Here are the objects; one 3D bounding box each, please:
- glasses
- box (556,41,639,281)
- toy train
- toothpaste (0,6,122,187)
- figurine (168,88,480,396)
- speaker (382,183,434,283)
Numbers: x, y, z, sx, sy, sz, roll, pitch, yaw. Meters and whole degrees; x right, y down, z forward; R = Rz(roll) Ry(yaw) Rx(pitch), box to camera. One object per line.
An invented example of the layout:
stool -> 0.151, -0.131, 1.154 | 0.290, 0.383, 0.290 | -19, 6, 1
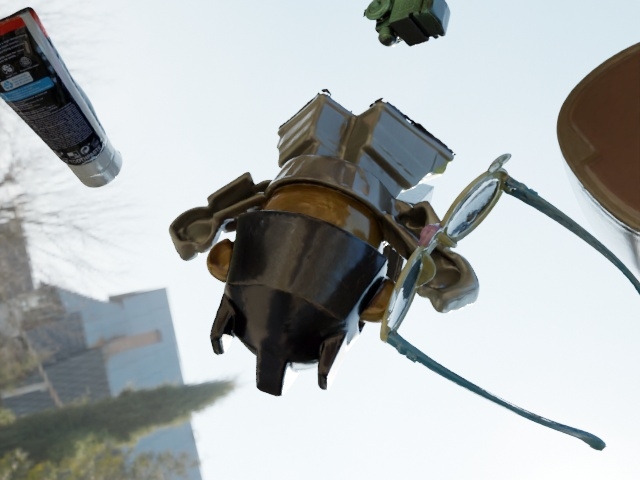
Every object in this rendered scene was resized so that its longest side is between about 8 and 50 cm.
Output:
glasses -> 0.166, 0.064, 0.735 | 0.220, 0.190, 0.088 | 41, -21, -2
box -> 0.448, -0.080, 1.070 | 0.301, 0.301, 0.216 | 61, 2, 35
toy train -> 0.124, -0.327, 1.143 | 0.111, 0.071, 0.170 | -7, -125, 39
toothpaste -> -0.221, -0.114, 0.723 | 0.193, 0.071, 0.045 | 62, 7, -57
figurine -> -0.004, -0.002, 0.824 | 0.308, 0.308, 0.143 | 48, -6, 49
speaker -> 0.082, 0.004, 1.587 | 0.254, 0.184, 0.232 | -38, 142, -70
